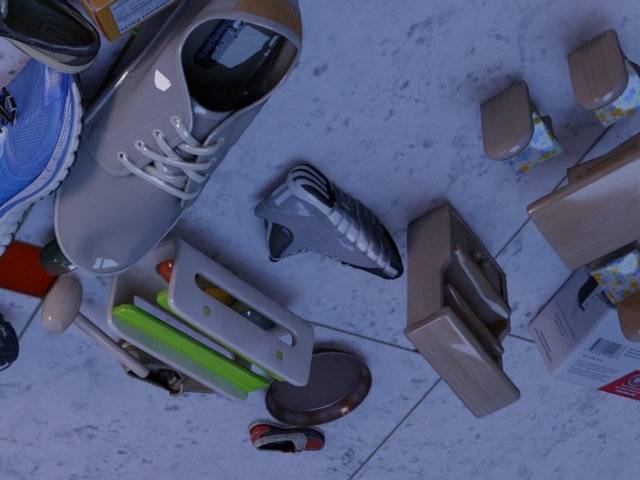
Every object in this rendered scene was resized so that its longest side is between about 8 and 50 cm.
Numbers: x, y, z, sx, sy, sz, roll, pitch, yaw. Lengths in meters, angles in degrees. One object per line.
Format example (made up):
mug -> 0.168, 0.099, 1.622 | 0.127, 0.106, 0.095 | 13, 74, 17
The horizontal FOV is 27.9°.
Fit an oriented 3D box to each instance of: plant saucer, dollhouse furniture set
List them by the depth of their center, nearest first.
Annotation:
dollhouse furniture set -> 0.315, 0.011, 1.645 | 0.394, 0.256, 0.362 | -29, 119, 22
plant saucer -> -0.006, 0.219, 1.958 | 0.168, 0.029, 0.168 | -10, 135, -10

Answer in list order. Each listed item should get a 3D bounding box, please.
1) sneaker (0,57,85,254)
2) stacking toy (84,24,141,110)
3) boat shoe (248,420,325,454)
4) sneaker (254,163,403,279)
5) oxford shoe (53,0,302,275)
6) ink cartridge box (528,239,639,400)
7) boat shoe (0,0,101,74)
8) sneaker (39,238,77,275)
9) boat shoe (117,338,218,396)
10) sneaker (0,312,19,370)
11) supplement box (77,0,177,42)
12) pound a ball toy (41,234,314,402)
sneaker -> -0.380, -0.098, 1.459 | 0.147, 0.130, 0.330 | 19, 124, -35
stacking toy -> -0.181, -0.174, 1.507 | 0.167, 0.052, 0.221 | 17, 124, -31
boat shoe -> -0.050, 0.317, 2.026 | 0.137, 0.043, 0.049 | 15, 124, -31
sneaker -> 0.000, 0.000, 1.723 | 0.132, 0.086, 0.229 | -35, 123, 22
oxford shoe -> -0.167, -0.120, 1.443 | 0.169, 0.130, 0.449 | 21, 120, -32
ink cartridge box -> 0.481, 0.099, 1.946 | 0.197, 0.114, 0.273 | 17, 125, -30
boat shoe -> -0.328, -0.248, 1.332 | 0.223, 0.080, 0.073 | 26, 157, -16
sneaker -> -0.278, -0.033, 1.607 | 0.192, 0.064, 0.086 | -25, 128, 5
boat shoe -> -0.205, 0.195, 1.835 | 0.190, 0.072, 0.068 | 18, 125, -32
sneaker -> -0.537, 0.137, 1.669 | 0.283, 0.110, 0.122 | 5, 148, -20
supplement box -> -0.148, -0.304, 1.322 | 0.233, 0.078, 0.080 | -33, 162, -10
pound a ball toy -> -0.187, 0.100, 1.735 | 0.208, 0.135, 0.319 | -19, 140, 35
